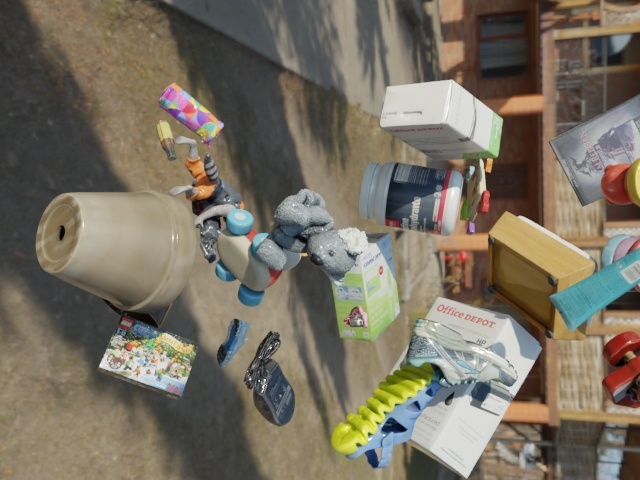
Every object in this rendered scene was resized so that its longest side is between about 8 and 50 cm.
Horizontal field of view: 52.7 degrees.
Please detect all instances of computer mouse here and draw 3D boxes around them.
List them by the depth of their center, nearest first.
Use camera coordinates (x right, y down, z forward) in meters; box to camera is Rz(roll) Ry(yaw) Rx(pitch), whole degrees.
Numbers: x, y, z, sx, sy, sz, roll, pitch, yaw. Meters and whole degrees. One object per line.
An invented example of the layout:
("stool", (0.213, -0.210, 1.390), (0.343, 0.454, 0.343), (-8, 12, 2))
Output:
("computer mouse", (-0.142, 0.391, 1.749), (0.188, 0.072, 0.272), (-60, 143, -45))

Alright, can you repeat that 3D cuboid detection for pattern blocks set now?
("pattern blocks set", (0.533, -0.169, 2.208), (0.285, 0.026, 0.324), (104, -3, -60))

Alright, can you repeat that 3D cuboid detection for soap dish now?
("soap dish", (0.531, 0.091, 1.591), (0.291, 0.118, 0.229), (43, -31, 50))

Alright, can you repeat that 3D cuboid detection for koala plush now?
("koala plush", (0.000, 0.000, 1.581), (0.203, 0.221, 0.196), (-42, 164, -54))

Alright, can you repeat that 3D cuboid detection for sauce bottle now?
("sauce bottle", (-0.450, -0.292, 1.894), (0.042, 0.042, 0.128), (46, 24, -68))

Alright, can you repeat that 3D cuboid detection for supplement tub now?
("supplement tub", (0.263, -0.125, 1.871), (0.191, 0.272, 0.191), (10, 90, -76))

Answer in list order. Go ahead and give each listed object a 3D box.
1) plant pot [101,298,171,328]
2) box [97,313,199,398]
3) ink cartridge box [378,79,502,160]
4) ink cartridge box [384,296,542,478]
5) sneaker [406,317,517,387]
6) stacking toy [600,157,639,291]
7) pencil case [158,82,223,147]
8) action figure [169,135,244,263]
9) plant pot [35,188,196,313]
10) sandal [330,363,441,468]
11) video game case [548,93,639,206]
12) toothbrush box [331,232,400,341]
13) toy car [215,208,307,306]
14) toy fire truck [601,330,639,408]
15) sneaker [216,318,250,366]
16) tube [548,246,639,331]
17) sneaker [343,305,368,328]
("plant pot", (-0.518, 0.121, 1.968), (0.230, 0.215, 0.215), (-59, 149, -29))
("box", (-0.470, 0.321, 1.780), (0.044, 0.233, 0.159), (-43, -153, 55))
("ink cartridge box", (0.309, -0.298, 1.643), (0.273, 0.198, 0.114), (18, 80, -48))
("ink cartridge box", (0.347, 0.368, 1.708), (0.166, 0.285, 0.395), (42, 75, -27))
("sneaker", (0.315, 0.283, 1.475), (0.122, 0.283, 0.110), (-64, -167, -7))
("stacking toy", (0.748, -0.025, 1.458), (0.130, 0.280, 0.309), (-178, -87, -65))
("pencil case", (-0.437, -0.425, 2.188), (0.236, 0.104, 0.104), (40, 37, -17))
("action figure", (-0.325, -0.116, 1.970), (0.330, 0.178, 0.341), (48, 21, -55))
("plant pot", (-0.517, 0.007, 1.580), (0.280, 0.323, 0.323), (17, 71, -51))
("sandal", (0.175, 0.417, 1.530), (0.138, 0.317, 0.126), (53, -9, -16))
("video game case", (0.752, -0.232, 1.637), (0.196, 0.274, 0.026), (62, 23, 0))
("toothbrush box", (0.138, 0.139, 1.999), (0.206, 0.122, 0.283), (-31, 117, -53))
("toy car", (-0.145, 0.025, 1.806), (0.238, 0.210, 0.219), (-23, 144, -40))
("toy fire truck", (0.841, 0.316, 1.573), (0.254, 0.302, 0.169), (49, 9, -42))
("sneaker", (-0.302, 0.371, 2.305), (0.083, 0.071, 0.190), (16, 105, -44))
("tube", (0.543, 0.090, 1.242), (0.052, 0.207, 0.080), (10, 48, -45))
("sneaker", (0.083, 0.195, 1.626), (0.119, 0.057, 0.047), (-159, -120, -82))
